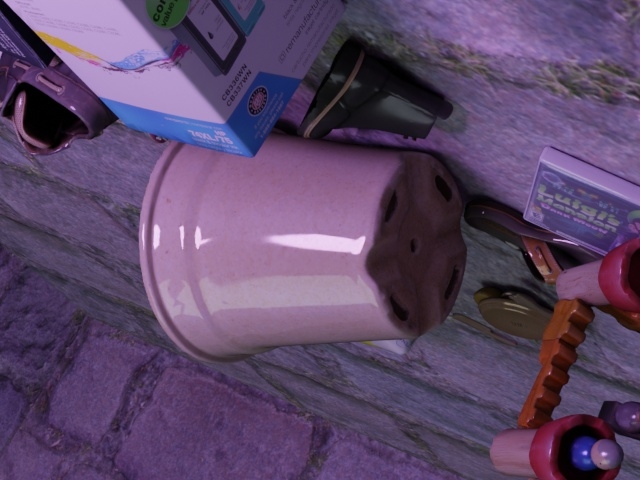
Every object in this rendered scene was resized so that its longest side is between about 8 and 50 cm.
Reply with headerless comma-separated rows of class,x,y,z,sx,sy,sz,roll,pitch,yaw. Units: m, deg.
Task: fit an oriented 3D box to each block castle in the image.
block castle,0.441,0.225,1.306,0.453,0.303,0.213,31,163,-15

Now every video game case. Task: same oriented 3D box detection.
video game case,0.322,-0.023,1.314,0.190,0.022,0.173,26,162,12

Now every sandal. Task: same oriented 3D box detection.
sandal,0.269,0.016,1.448,0.219,0.060,0.090,25,163,14

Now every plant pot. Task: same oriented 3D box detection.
plant pot,0.000,0.000,1.477,0.306,0.333,0.334,2,149,36

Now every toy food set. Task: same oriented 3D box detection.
toy food set,0.288,0.103,1.725,0.132,0.038,0.192,27,159,-15

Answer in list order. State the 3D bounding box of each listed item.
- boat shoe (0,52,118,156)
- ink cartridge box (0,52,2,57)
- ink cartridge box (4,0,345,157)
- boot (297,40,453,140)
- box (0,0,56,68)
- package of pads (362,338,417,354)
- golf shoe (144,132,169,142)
boat shoe,-0.328,-0.178,1.416,0.132,0.130,0.355,49,155,-22
ink cartridge box,-0.425,-0.307,1.584,0.237,0.100,0.172,35,162,-15
ink cartridge box,-0.150,-0.247,1.141,0.197,0.198,0.270,17,159,38
boot,0.056,-0.137,1.345,0.137,0.076,0.198,26,165,-6
box,-0.433,-0.383,1.248,0.313,0.179,0.343,20,160,27
package of pads,0.016,0.063,1.928,0.229,0.101,0.296,13,158,46
golf shoe,-0.227,-0.238,1.478,0.140,0.115,0.306,33,157,17
